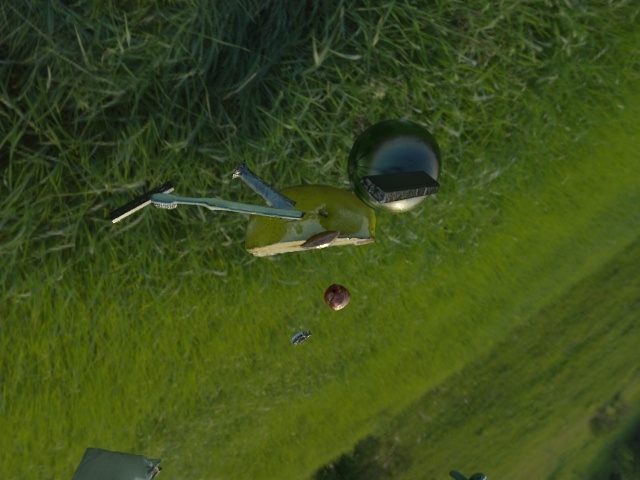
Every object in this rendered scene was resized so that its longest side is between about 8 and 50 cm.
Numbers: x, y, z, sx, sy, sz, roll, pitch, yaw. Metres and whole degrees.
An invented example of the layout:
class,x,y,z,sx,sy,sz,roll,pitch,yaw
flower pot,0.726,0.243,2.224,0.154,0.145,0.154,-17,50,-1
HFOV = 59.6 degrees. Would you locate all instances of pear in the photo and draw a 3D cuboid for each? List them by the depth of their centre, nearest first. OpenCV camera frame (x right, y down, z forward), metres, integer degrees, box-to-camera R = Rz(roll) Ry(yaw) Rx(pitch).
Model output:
class,x,y,z,sx,sy,sz,roll,pitch,yaw
pear,-0.034,-0.070,1.637,0.386,0.340,0.192,-7,85,4

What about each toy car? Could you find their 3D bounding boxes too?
class,x,y,z,sx,sy,sz,roll,pitch,yaw
toy car,-0.050,0.250,1.452,0.041,0.025,0.093,-40,167,5

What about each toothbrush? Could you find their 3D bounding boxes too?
class,x,y,z,sx,sy,sz,roll,pitch,yaw
toothbrush,-0.174,-0.064,1.059,0.294,0.026,0.028,4,141,-2

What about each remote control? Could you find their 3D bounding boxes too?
class,x,y,z,sx,sy,sz,roll,pitch,yaw
remote control,0.151,-0.103,1.029,0.245,0.063,0.025,-16,143,-55

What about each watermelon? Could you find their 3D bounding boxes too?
class,x,y,z,sx,sy,sz,roll,pitch,yaw
watermelon,0.188,-0.186,1.413,0.242,0.242,0.242,-15,129,-18

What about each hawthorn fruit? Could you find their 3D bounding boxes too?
class,x,y,z,sx,sy,sz,roll,pitch,yaw
hawthorn fruit,0.053,0.193,1.870,0.093,0.093,0.093,-15,129,-18

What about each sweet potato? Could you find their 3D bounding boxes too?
class,x,y,z,sx,sy,sz,roll,pitch,yaw
sweet potato,0.000,0.000,1.221,0.095,0.034,0.034,-19,133,11

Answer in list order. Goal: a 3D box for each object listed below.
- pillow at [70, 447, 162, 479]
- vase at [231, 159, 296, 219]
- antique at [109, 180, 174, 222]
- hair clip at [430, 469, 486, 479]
class,x,y,z,sx,sy,sz,roll,pitch,yaw
pillow,-0.375,0.446,0.913,0.148,0.230,0.050,4,123,13
vase,-0.140,-0.124,1.376,0.167,0.059,0.059,40,101,-7
antique,-0.502,-0.110,1.570,0.192,0.031,0.015,-31,154,-11
hair clip,0.310,0.745,1.401,0.318,0.239,0.392,-20,168,-8
